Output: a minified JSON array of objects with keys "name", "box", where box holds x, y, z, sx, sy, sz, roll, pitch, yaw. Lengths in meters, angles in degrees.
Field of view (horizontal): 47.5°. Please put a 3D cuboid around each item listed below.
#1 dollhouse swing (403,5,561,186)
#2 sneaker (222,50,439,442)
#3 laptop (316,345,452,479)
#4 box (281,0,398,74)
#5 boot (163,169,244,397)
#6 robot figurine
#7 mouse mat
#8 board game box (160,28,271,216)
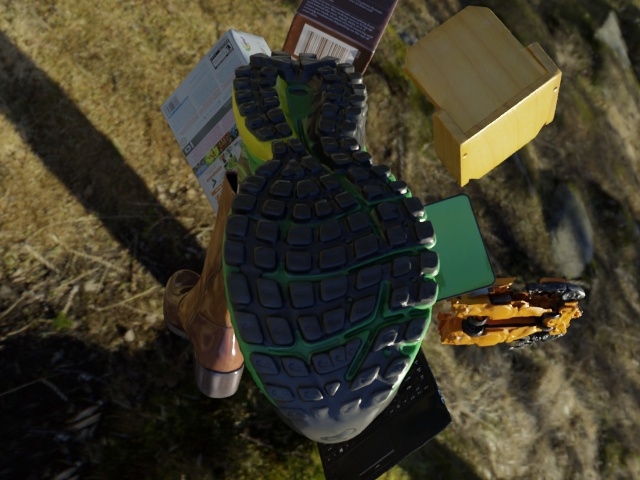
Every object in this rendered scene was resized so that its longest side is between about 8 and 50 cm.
[{"name":"dollhouse swing","box":[0.428,-0.409,2.036,0.305,0.347,0.315,49,-9,26]},{"name":"sneaker","box":[0.000,0.000,0.540,0.343,0.134,0.146,-95,-174,-48]},{"name":"laptop","box":[0.028,0.208,1.078,0.136,0.234,0.264,30,27,-35]},{"name":"box","box":[0.071,-0.544,1.653,0.191,0.143,0.381,26,58,-4]},{"name":"boot","box":[-0.156,0.033,1.017,0.096,0.280,0.264,2,31,-18]},{"name":"robot figurine","box":[0.398,0.144,1.511,0.291,0.211,0.085,-3,48,-8]},{"name":"mouse mat","box":[0.237,0.016,1.393,0.007,0.153,0.189,41,33,-73]},{"name":"board game box","box":[-0.138,-0.191,1.328,0.097,0.224,0.303,-5,62,-53]}]
